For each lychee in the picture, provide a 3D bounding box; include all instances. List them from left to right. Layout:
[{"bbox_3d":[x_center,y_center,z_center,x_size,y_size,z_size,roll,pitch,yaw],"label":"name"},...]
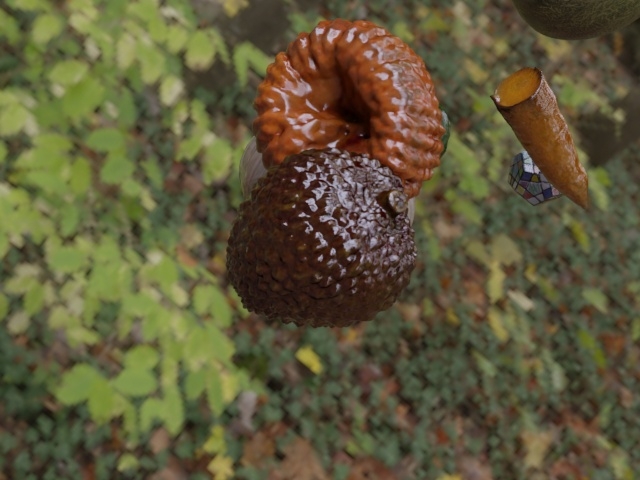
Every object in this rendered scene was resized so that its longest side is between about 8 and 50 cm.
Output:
[{"bbox_3d":[0.000,0.000,1.737,0.236,0.271,0.236,30,51,-46],"label":"lychee"}]

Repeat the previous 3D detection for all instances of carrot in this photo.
[{"bbox_3d":[0.291,-0.117,1.733,0.205,0.072,0.072,54,2,-26],"label":"carrot"}]

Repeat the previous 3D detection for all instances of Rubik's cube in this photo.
[{"bbox_3d":[0.366,-0.110,2.304,0.111,0.111,0.093,31,-9,-40],"label":"Rubik's cube"}]

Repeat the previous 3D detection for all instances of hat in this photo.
[{"bbox_3d":[0.065,-0.146,2.052,0.285,0.285,0.400,43,2,19],"label":"hat"}]

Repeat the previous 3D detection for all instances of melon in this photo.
[{"bbox_3d":[0.476,-0.482,2.400,0.248,0.329,0.249,30,48,-40],"label":"melon"}]

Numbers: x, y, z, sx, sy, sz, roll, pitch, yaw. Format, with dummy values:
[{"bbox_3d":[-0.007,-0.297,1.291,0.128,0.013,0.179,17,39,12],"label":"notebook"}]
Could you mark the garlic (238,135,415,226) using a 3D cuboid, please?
[{"bbox_3d":[0.005,-0.099,2.350,0.317,0.259,0.317,25,26,-13],"label":"garlic"}]
